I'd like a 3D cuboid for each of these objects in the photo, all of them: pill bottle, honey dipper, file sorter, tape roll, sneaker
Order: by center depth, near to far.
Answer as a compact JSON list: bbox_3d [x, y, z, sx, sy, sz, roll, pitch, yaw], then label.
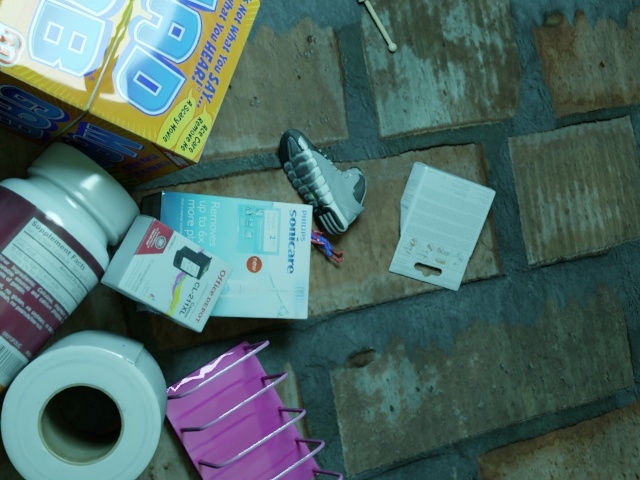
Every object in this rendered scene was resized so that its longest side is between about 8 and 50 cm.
[{"bbox_3d":[-0.484,0.045,1.436,0.224,0.224,0.392,44,69,-18],"label":"pill bottle"},{"bbox_3d":[-0.376,0.277,1.466,0.246,0.169,0.246,0,94,-5],"label":"tape roll"},{"bbox_3d":[-0.121,0.347,1.604,0.202,0.182,0.291,-30,92,-25],"label":"file sorter"},{"bbox_3d":[0.016,-0.136,1.790,0.132,0.086,0.229,-37,106,-35],"label":"sneaker"},{"bbox_3d":[0.114,-0.463,1.878,0.030,0.030,0.161,-38,106,-24],"label":"honey dipper"}]

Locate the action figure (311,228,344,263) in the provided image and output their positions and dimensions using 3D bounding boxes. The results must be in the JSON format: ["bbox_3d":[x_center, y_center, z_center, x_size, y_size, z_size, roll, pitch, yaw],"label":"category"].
[{"bbox_3d":[0.000,0.000,1.790,0.115,0.030,0.038,35,37,-20],"label":"action figure"}]

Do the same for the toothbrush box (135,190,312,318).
[{"bbox_3d":[-0.174,0.033,1.650,0.295,0.126,0.216,6,85,-28],"label":"toothbrush box"}]

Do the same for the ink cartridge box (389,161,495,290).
[{"bbox_3d":[0.249,-0.029,1.923,0.189,0.066,0.232,17,101,-26],"label":"ink cartridge box"}]

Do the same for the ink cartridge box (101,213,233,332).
[{"bbox_3d":[-0.247,0.055,1.480,0.175,0.072,0.127,34,76,-34],"label":"ink cartridge box"}]

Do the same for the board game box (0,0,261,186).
[{"bbox_3d":[-0.347,-0.333,1.450,0.356,0.356,0.357,25,77,-23],"label":"board game box"}]
